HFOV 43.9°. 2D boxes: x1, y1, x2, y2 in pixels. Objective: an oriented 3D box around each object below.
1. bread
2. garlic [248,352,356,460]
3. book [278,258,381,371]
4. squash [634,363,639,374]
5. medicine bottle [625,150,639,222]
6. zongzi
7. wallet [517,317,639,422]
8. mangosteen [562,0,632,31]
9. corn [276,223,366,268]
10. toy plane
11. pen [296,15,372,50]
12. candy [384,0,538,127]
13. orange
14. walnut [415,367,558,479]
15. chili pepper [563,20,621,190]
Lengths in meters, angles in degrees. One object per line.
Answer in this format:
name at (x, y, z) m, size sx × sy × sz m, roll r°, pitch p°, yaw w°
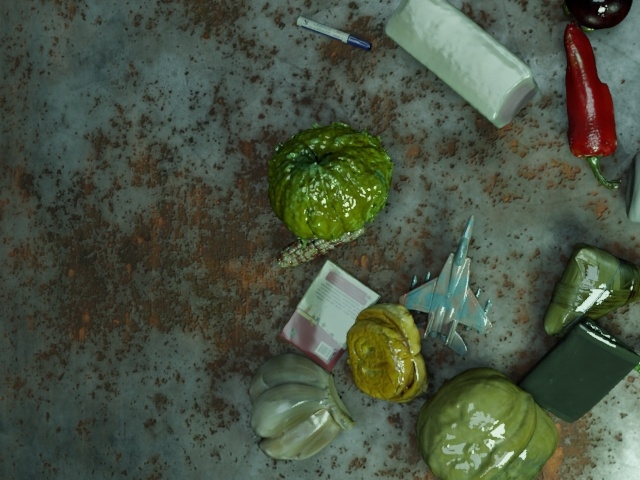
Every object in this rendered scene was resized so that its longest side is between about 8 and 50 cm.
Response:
bread at (0.152, 0.265, 1.846) m, size 0.198 × 0.120 × 0.236 m, roll -18°, pitch 84°, yaw 53°
garlic at (-0.068, 0.409, 1.930) m, size 0.292 × 0.210 × 0.237 m, roll -18°, pitch 122°, yaw 14°
book at (0.021, 0.184, 1.958) m, size 0.162 × 0.022 × 0.232 m, roll 35°, pitch 97°, yaw 10°
squash at (0.851, 0.202, 1.699) m, size 0.379 × 0.101 × 0.101 m, roll -26°, pitch 83°, yaw 9°
medicine bottle at (0.810, -0.103, 1.685) m, size 0.289 × 0.157 × 0.157 m, roll 6°, pitch 90°, yaw 14°
zongzi at (0.635, 0.142, 1.759) m, size 0.242 × 0.112 × 0.221 m, roll 22°, pitch 106°, yaw 1°
wallet at (0.566, 0.292, 1.758) m, size 0.168 × 0.052 × 0.245 m, roll 32°, pitch 121°, yaw -3°
mangosteen at (0.612, -0.533, 1.764) m, size 0.152 × 0.152 × 0.152 m, roll 0°, pitch 89°, yaw 15°
corn at (0.000, 0.000, 1.944) m, size 0.237 × 0.079 × 0.079 m, roll -28°, pitch 82°, yaw 17°
toy plane at (0.308, 0.097, 1.838) m, size 0.223 × 0.104 × 0.326 m, roll 17°, pitch 97°, yaw 14°
pen at (0.033, -0.512, 1.969) m, size 0.204 × 0.025 × 0.025 m, roll 24°, pitch 95°, yaw 14°
candy at (0.317, -0.419, 1.801) m, size 0.359 × 0.208 × 0.145 m, roll 42°, pitch 105°, yaw 11°
orange at (0.021, -0.143, 1.832) m, size 0.301 × 0.223 × 0.300 m, roll -11°, pitch 54°, yaw 12°
walnut at (0.359, 0.429, 1.744) m, size 0.277 × 0.253 × 0.282 m, roll -43°, pitch 78°, yaw 11°
chili pepper at (0.596, -0.298, 1.771) m, size 0.110 × 0.110 × 0.387 m, roll -8°, pitch 86°, yaw 15°
